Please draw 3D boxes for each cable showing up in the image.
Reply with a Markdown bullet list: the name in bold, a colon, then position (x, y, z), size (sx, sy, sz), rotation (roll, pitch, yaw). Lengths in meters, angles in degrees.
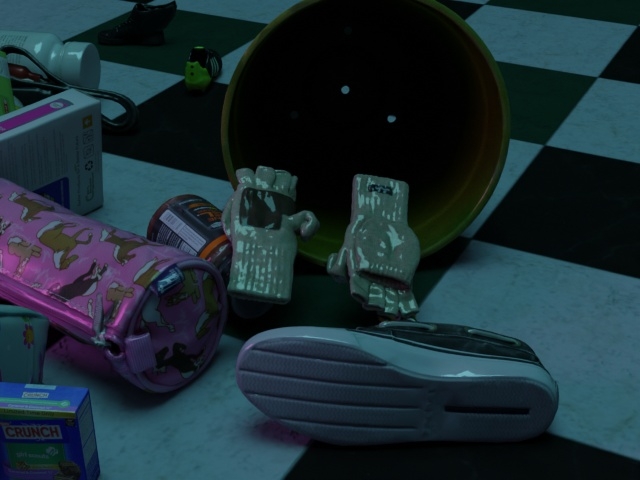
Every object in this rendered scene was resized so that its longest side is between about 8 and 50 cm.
- **cable**: position (-0.449, -0.257, 1.762), size (0.287, 0.139, 0.072), rotation (5, 6, -1)

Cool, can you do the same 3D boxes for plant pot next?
- **plant pot**: position (0.050, -0.188, 1.458), size (0.366, 0.366, 0.353), rotation (-2, 18, -2)

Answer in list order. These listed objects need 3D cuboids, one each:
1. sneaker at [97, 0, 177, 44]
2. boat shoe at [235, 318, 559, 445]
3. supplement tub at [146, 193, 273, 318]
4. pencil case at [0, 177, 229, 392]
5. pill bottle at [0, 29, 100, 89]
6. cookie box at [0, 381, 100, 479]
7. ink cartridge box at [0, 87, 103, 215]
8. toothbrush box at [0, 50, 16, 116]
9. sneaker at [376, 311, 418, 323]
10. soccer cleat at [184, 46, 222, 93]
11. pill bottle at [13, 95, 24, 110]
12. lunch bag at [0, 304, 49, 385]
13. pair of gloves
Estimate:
- **sneaker**: position (-0.383, -0.455, 2.143), size (0.170, 0.089, 0.051), rotation (3, 30, 4)
- **boat shoe**: position (0.078, 0.144, 1.088), size (0.335, 0.121, 0.119), rotation (9, 21, -5)
- **supplement tub**: position (-0.130, 0.023, 1.288), size (0.106, 0.106, 0.198), rotation (-19, 36, -30)
- **pencil case**: position (-0.294, 0.042, 1.209), size (0.386, 0.167, 0.160), rotation (21, 74, 32)
- **pill bottle**: position (-0.521, -0.309, 1.846), size (0.229, 0.131, 0.131), rotation (5, 30, 8)
- **cookie box**: position (-0.266, 0.191, 0.989), size (0.092, 0.107, 0.040), rotation (3, 30, 6)
- **ink cartridge box**: position (-0.440, -0.061, 1.360), size (0.069, 0.175, 0.371), rotation (25, 38, 25)
- **toothbrush box**: position (-0.546, -0.180, 1.407), size (0.122, 0.206, 0.283), rotation (-15, -9, 16)
- **sneaker**: position (0.104, 0.094, 1.234), size (0.035, 0.031, 0.083), rotation (-22, 36, -34)
- **soccer cleat**: position (-0.223, -0.341, 1.958), size (0.060, 0.072, 0.179), rotation (2, 30, 3)
- **pill bottle**: position (-0.513, -0.178, 1.644), size (0.103, 0.103, 0.184), rotation (-13, 32, -22)
- **lunch bag**: position (-0.420, 0.116, 1.021), size (0.224, 0.108, 0.279), rotation (-1, -4, 20)
- **pair of gloves**: position (0.000, 0.000, 1.235), size (0.240, 0.042, 0.204), rotation (4, 51, -12)
